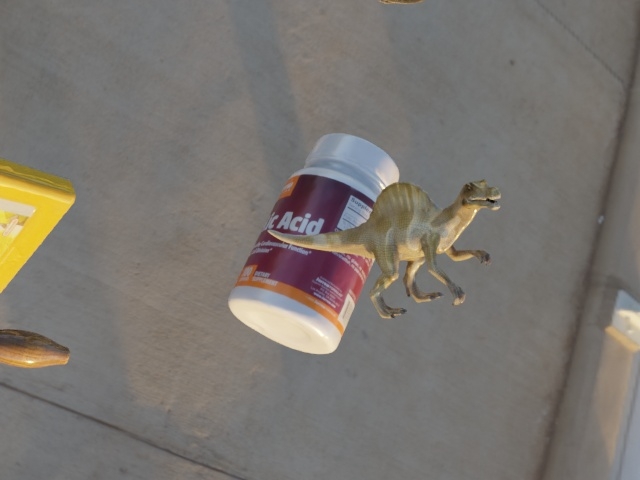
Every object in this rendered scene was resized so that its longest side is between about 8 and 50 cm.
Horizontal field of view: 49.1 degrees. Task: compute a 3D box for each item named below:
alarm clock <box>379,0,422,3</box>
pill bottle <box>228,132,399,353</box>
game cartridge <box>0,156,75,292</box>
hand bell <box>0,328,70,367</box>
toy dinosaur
[{"bbox_3d":[0.072,-0.312,0.773,0.129,0.192,0.064,22,83,4],"label":"alarm clock"},{"bbox_3d":[0.000,0.000,1.365,0.224,0.224,0.392,35,65,-23],"label":"pill bottle"},{"bbox_3d":[-0.552,-0.018,0.957,0.324,0.285,0.052,16,37,-50],"label":"game cartridge"},{"bbox_3d":[-0.372,0.097,0.711,0.242,0.126,0.126,19,74,-40],"label":"hand bell"},{"bbox_3d":[0.056,0.005,0.510,0.053,0.183,0.092,-20,95,-56],"label":"toy dinosaur"}]
